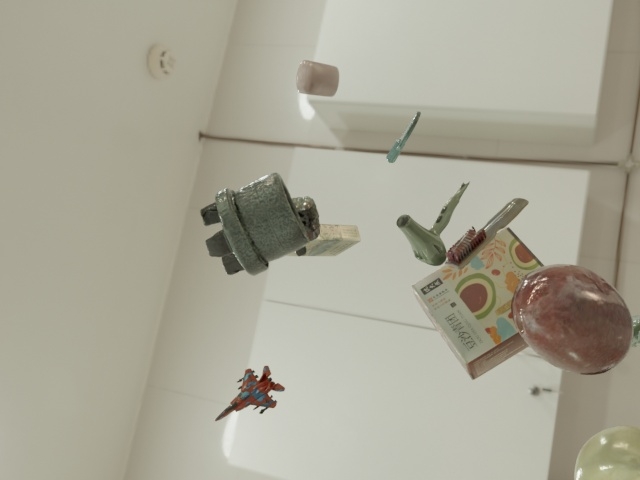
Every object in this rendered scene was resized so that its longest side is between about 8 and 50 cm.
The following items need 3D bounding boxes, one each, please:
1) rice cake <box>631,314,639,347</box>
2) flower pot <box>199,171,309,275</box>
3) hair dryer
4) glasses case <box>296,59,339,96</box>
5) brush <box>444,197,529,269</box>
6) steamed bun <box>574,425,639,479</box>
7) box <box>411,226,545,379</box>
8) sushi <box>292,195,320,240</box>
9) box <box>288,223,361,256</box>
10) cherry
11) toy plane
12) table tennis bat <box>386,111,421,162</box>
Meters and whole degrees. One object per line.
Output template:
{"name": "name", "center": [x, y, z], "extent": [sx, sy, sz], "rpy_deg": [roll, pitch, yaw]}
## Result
{"name": "rice cake", "center": [0.723, 0.241, 1.705], "extent": [0.066, 0.063, 0.336], "rpy_deg": [-51, 3, -20]}
{"name": "flower pot", "center": [-0.203, -0.040, 2.042], "extent": [0.299, 0.282, 0.299], "rpy_deg": [-25, -90, -88]}
{"name": "hair dryer", "center": [0.309, -0.069, 1.886], "extent": [0.229, 0.092, 0.267], "rpy_deg": [15, -87, -45]}
{"name": "glasses case", "center": [-0.006, -0.561, 2.337], "extent": [0.297, 0.075, 0.113], "rpy_deg": [-20, -60, -65]}
{"name": "brush", "center": [0.459, -0.034, 1.854], "extent": [0.321, 0.060, 0.050], "rpy_deg": [-39, -59, -25]}
{"name": "steamed bun", "center": [0.899, 0.658, 1.905], "extent": [0.334, 0.312, 0.233], "rpy_deg": [-45, 6, 43]}
{"name": "box", "center": [0.546, 0.193, 2.142], "extent": [0.345, 0.385, 0.122], "rpy_deg": [58, 179, 42]}
{"name": "sushi", "center": [-0.107, -0.073, 2.238], "extent": [0.136, 0.225, 0.126], "rpy_deg": [-47, -45, -49]}
{"name": "box", "center": [0.000, 0.001, 2.486], "extent": [0.256, 0.164, 0.069], "rpy_deg": [1, -113, -38]}
{"name": "cherry", "center": [0.534, 0.164, 1.458], "extent": [0.307, 0.261, 0.221], "rpy_deg": [18, -71, -37]}
{"name": "toy plane", "center": [-0.190, 0.407, 1.725], "extent": [0.189, 0.130, 0.061], "rpy_deg": [-37, -26, -10]}
{"name": "table tennis bat", "center": [0.297, -0.365, 2.408], "extent": [0.149, 0.038, 0.237], "rpy_deg": [-65, 3, -40]}
